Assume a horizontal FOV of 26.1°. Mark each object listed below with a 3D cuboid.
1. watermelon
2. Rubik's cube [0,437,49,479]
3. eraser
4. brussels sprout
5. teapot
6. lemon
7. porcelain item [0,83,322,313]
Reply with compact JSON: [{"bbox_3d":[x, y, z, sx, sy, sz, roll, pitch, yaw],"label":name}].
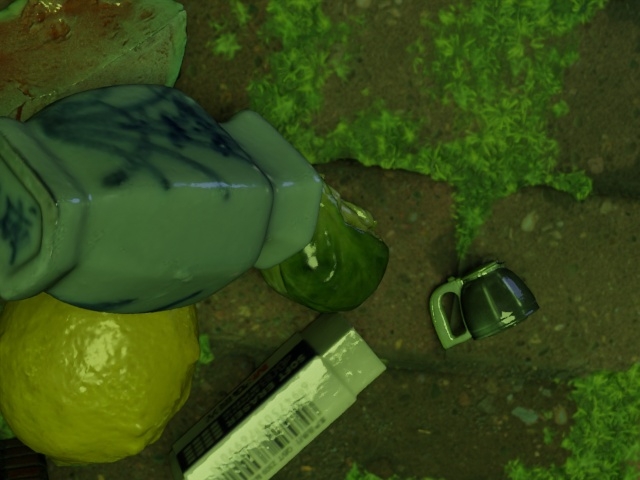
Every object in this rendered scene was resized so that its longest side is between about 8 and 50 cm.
[{"bbox_3d":[-0.287,-0.169,1.539,0.305,0.180,0.224,-36,104,-14],"label":"watermelon"},{"bbox_3d":[-0.415,0.372,1.562,0.237,0.238,0.237,-4,98,-11],"label":"Rubik's cube"},{"bbox_3d":[-0.055,0.209,1.676,0.279,0.124,0.081,-42,105,-3],"label":"eraser"},{"bbox_3d":[-0.005,0.007,1.652,0.183,0.131,0.145,38,87,-23],"label":"brussels sprout"},{"bbox_3d":[0.202,0.076,1.733,0.124,0.092,0.091,-25,86,-14],"label":"teapot"},{"bbox_3d":[-0.255,0.122,1.568,0.233,0.233,0.288,20,91,-15],"label":"lemon"},{"bbox_3d":[-0.184,-0.047,1.441,0.242,0.405,0.178,47,117,23],"label":"porcelain item"}]
